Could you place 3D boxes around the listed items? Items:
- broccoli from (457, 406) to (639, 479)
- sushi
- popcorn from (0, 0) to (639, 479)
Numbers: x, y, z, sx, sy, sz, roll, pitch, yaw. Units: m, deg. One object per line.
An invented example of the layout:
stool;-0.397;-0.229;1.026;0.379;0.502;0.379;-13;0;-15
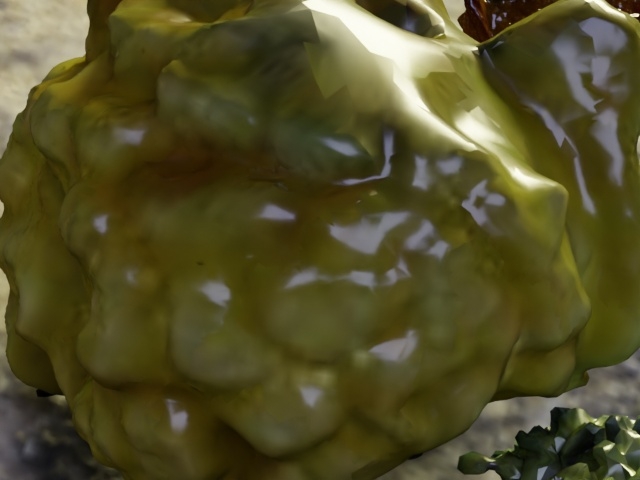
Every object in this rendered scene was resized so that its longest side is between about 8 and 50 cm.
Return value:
broccoli;0.022;0.175;0.541;0.361;0.221;0.252;3;93;-11
sushi;0.100;-0.099;0.778;0.120;0.052;0.055;-24;86;-23
popcorn;-0.001;-0.002;0.620;0.189;0.169;0.218;-4;31;-23
